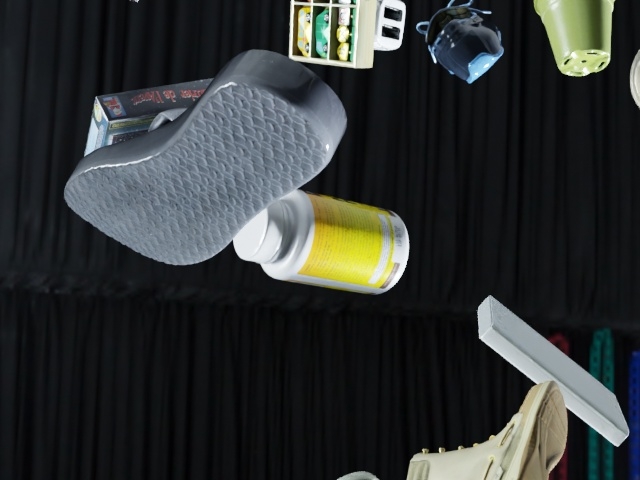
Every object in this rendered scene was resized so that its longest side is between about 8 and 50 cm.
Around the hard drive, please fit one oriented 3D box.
[{"bbox_3d":[0.422,0.233,1.791,0.307,0.040,0.203,39,-165,-1],"label":"hard drive"}]

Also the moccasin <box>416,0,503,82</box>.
[{"bbox_3d":[0.253,-0.375,1.743,0.117,0.138,0.342,45,-172,-11],"label":"moccasin"}]

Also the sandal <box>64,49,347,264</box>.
[{"bbox_3d":[-0.069,-0.045,0.584,0.097,0.054,0.254,41,145,-24],"label":"sandal"}]

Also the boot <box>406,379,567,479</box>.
[{"bbox_3d":[0.242,0.313,1.428,0.203,0.262,0.095,-13,123,39],"label":"boot"}]

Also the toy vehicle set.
[{"bbox_3d":[0.021,-0.406,1.499,0.035,0.267,0.166,-8,-164,-39],"label":"toy vehicle set"}]

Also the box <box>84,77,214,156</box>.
[{"bbox_3d":[-0.194,-0.142,1.304,0.233,0.044,0.159,-14,152,-30],"label":"box"}]

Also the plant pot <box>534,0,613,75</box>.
[{"bbox_3d":[0.262,-0.213,0.988,0.083,0.079,0.083,0,160,0],"label":"plant pot"}]

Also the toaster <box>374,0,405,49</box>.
[{"bbox_3d":[0.092,-0.487,2.149,0.146,0.129,0.227,10,-171,25],"label":"toaster"}]

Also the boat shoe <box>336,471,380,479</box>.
[{"bbox_3d":[0.049,0.383,0.948,0.127,0.340,0.113,-11,-151,-27],"label":"boat shoe"}]

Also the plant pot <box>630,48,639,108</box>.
[{"bbox_3d":[0.695,-0.305,1.813,0.190,0.284,0.284,-7,178,-24],"label":"plant pot"}]

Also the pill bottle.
[{"bbox_3d":[0.000,0.000,1.256,0.215,0.117,0.117,11,170,-34],"label":"pill bottle"}]
